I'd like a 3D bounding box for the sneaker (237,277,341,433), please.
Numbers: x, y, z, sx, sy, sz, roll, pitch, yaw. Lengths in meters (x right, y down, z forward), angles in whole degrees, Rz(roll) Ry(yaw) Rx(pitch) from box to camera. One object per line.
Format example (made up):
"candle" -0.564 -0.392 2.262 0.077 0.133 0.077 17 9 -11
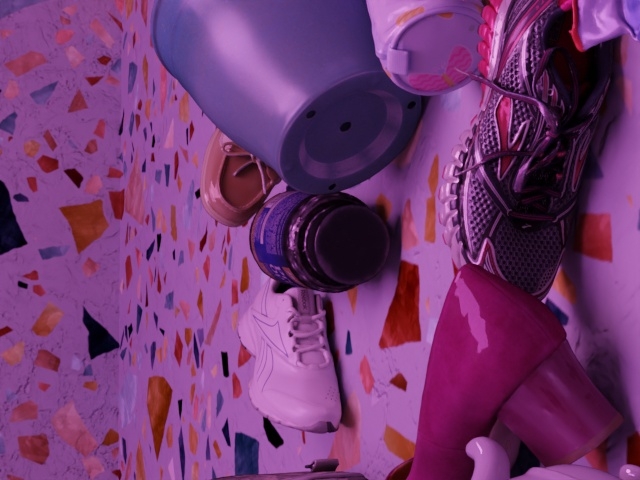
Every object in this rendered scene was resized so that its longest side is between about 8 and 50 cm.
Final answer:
"sneaker" -0.037 0.136 1.730 0.297 0.111 0.129 -118 41 -52

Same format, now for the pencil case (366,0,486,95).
"pencil case" 0.091 -0.273 1.388 0.273 0.124 0.113 -108 29 -42

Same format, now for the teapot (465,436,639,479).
"teapot" 0.197 0.250 0.958 0.187 0.256 0.252 -56 -9 -13

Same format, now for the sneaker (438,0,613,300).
"sneaker" 0.180 -0.088 1.131 0.112 0.120 0.299 -162 76 -66

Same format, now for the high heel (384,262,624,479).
"high heel" 0.107 0.158 1.214 0.181 0.127 0.377 51 137 4

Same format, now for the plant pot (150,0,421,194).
"plant pot" -0.023 -0.200 1.522 0.255 0.271 0.272 58 143 35

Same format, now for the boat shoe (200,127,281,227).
"boat shoe" -0.068 -0.150 1.725 0.089 0.104 0.285 -22 41 61

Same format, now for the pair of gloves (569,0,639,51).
"pair of gloves" 0.251 -0.240 1.014 0.159 0.023 0.198 -11 80 44

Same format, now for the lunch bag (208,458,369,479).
"lunch bag" -0.026 0.409 1.506 0.256 0.212 0.305 146 123 -67

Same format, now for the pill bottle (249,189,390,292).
"pill bottle" 0.000 0.000 1.609 0.219 0.122 0.123 -173 85 -70
